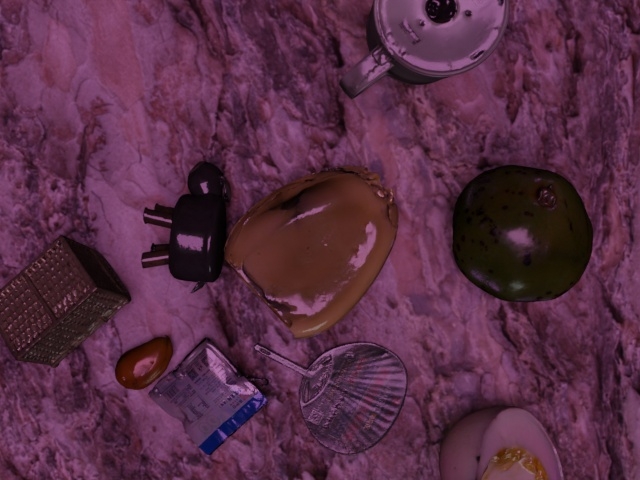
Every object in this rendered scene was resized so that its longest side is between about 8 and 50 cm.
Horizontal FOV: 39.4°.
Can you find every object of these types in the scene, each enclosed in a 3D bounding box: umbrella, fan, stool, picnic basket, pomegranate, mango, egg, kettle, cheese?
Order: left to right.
[{"bbox_3d":[-0.464,0.115,1.607,0.196,0.154,0.134,-42,71,4],"label":"picnic basket"},{"bbox_3d":[-0.328,0.229,1.670,0.127,0.063,0.077,-37,88,2],"label":"mango"},{"bbox_3d":[-0.238,-0.024,1.613,0.139,0.153,0.228,5,54,1],"label":"stool"},{"bbox_3d":[-0.171,0.261,1.702,0.149,0.022,0.022,7,133,6],"label":"umbrella"},{"bbox_3d":[0.000,0.000,1.609,0.316,0.128,0.259,-44,102,8],"label":"cheese"},{"bbox_3d":[0.021,0.304,1.714,0.294,0.012,0.223,-1,98,-1],"label":"fan"},{"bbox_3d":[0.167,-0.338,1.486,0.205,0.318,0.265,20,97,-4],"label":"kettle"},{"bbox_3d":[0.315,0.418,1.662,0.271,0.162,0.206,27,60,-36],"label":"egg"},{"bbox_3d":[0.347,0.000,1.581,0.254,0.254,0.270,15,134,-3],"label":"pomegranate"}]

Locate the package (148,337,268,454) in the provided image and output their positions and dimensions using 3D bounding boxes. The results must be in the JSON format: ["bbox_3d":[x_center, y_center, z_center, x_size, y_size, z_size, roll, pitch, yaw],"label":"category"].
[{"bbox_3d":[-0.214,0.298,1.691,0.171,0.027,0.173,-43,94,10],"label":"package"}]
